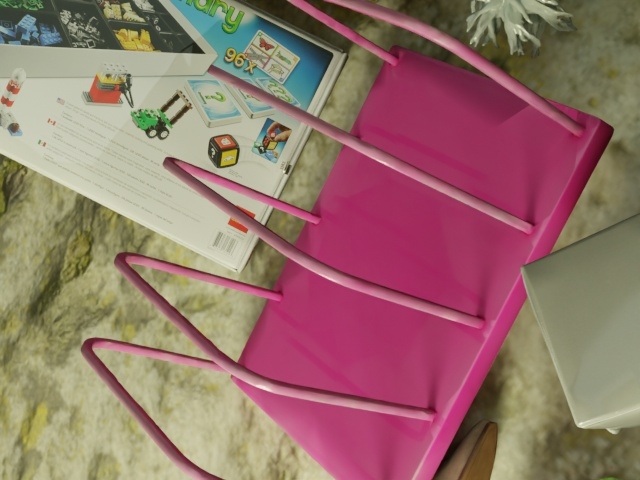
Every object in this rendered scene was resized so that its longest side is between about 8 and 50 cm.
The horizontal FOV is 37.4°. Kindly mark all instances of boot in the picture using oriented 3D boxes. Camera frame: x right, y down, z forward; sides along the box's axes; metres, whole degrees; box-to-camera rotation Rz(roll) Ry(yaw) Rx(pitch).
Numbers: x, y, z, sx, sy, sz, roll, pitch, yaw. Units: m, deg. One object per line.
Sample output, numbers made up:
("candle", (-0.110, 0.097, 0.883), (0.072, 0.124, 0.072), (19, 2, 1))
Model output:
("boot", (0.065, 0.165, 0.642), (0.087, 0.042, 0.118), (18, 87, 41))

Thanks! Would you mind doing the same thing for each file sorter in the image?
("file sorter", (0.000, 0.000, 0.611), (0.202, 0.182, 0.291), (33, 100, 46))

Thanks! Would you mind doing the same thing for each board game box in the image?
("board game box", (-0.155, -0.128, 0.753), (0.305, 0.053, 0.193), (27, 97, 2))

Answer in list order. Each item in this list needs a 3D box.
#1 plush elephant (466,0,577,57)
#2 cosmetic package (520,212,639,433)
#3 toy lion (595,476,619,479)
("plush elephant", (0.181, -0.261, 0.519), (0.255, 0.272, 0.330), (13, 117, 49))
("cosmetic package", (0.243, 0.018, 0.495), (0.238, 0.127, 0.107), (-24, 68, 27))
("toy lion", (0.132, 0.171, 0.560), (0.096, 0.100, 0.034), (-52, 53, 38))
